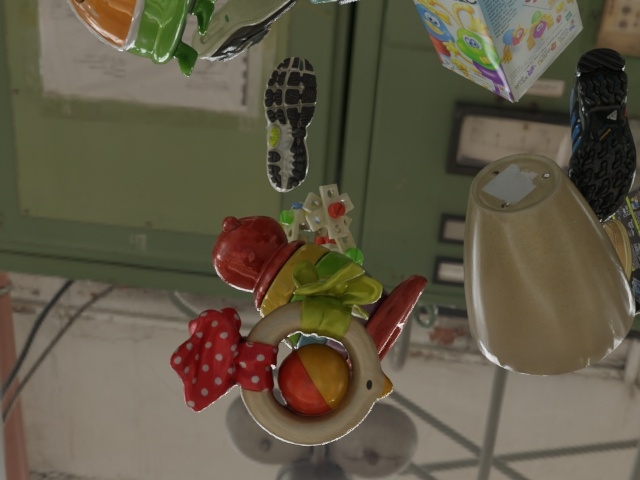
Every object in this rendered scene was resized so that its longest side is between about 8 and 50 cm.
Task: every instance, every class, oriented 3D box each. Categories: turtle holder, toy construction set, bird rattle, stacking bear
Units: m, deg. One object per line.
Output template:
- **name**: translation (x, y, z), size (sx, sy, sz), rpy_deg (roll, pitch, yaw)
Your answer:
- **turtle holder**: translation (-0.251, -0.426, 1.265), size (0.227, 0.320, 0.243), rpy_deg (19, 162, -11)
- **toy construction set**: translation (0.000, 0.000, 1.727), size (0.151, 0.215, 0.328), rpy_deg (7, 170, -16)
- **bird rattle**: translation (-0.030, 0.135, 0.967), size (0.253, 0.207, 0.143), rpy_deg (-32, 177, -16)
- **stacking bear**: translation (-0.024, 0.067, 1.207), size (0.289, 0.175, 0.164), rpy_deg (33, -124, 11)

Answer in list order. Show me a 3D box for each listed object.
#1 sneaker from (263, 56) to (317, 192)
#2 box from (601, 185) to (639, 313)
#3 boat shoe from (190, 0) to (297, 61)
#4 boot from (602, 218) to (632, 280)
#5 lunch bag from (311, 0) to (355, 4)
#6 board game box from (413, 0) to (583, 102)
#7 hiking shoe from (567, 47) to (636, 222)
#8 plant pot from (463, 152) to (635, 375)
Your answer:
- **sneaker**: translation (-0.073, -0.237, 1.744), size (0.107, 0.275, 0.110), rpy_deg (7, -177, -9)
- **box**: translation (0.739, 0.018, 1.938), size (0.060, 0.270, 0.216), rpy_deg (-7, 164, -37)
- **boat shoe**: translation (-0.123, -0.387, 1.497), size (0.233, 0.084, 0.079), rpy_deg (-27, 155, 31)
- **boot**: translation (0.566, 0.081, 1.876), size (0.203, 0.262, 0.095), rpy_deg (-3, -152, -4)
- **lunch bag**: translation (0.077, -0.424, 1.229), size (0.224, 0.108, 0.279), rpy_deg (-13, -156, 3)
- **board game box**: translation (0.205, -0.329, 1.058), size (0.144, 0.275, 0.142), rpy_deg (-47, -128, -6)
- **hiking shoe**: translation (0.496, -0.181, 1.507), size (0.113, 0.304, 0.132), rpy_deg (4, -176, 12)
- **plant pot**: translation (0.313, 0.016, 1.258), size (0.256, 0.274, 0.256), rpy_deg (-16, -140, 14)
